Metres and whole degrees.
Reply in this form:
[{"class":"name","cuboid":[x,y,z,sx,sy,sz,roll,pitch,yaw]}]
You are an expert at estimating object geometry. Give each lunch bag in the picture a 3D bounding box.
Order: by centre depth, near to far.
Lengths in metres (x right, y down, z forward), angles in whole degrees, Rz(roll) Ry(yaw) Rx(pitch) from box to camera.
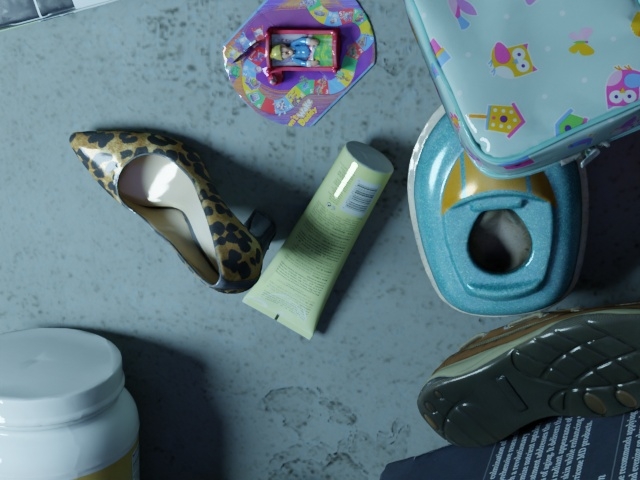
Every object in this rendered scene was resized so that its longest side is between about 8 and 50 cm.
[{"class":"lunch bag","cuboid":[0.211,-0.205,1.197,0.224,0.108,0.279,-23,75,4]}]

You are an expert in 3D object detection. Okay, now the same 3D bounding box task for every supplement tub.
[{"class":"supplement tub","cuboid":[-0.324,0.283,1.442,0.228,0.228,0.316,4,110,7]}]

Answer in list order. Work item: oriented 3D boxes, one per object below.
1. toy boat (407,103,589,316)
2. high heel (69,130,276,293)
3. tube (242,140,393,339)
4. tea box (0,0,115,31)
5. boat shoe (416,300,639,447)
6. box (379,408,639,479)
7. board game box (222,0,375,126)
[{"class":"toy boat","cuboid":[0.249,-0.048,1.286,0.318,0.148,0.268,-9,108,11]},{"class":"high heel","cuboid":[-0.172,-0.037,1.327,0.261,0.186,0.093,28,111,-3]},{"class":"tube","cuboid":[0.000,0.000,1.391,0.070,0.062,0.240,49,122,36]},{"class":"tea box","cuboid":[-0.333,-0.378,1.211,0.323,0.220,0.329,-11,107,11]},{"class":"boat shoe","cuboid":[0.250,0.121,1.327,0.324,0.120,0.123,-21,111,35]},{"class":"box","cuboid":[0.344,0.433,1.326,0.471,0.297,0.480,-25,105,30]},{"class":"board game box","cuboid":[-0.024,-0.199,1.331,0.133,0.033,0.168,44,110,-8]}]
